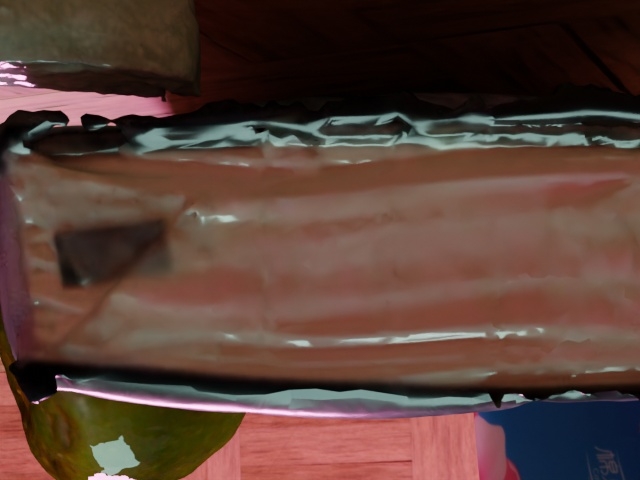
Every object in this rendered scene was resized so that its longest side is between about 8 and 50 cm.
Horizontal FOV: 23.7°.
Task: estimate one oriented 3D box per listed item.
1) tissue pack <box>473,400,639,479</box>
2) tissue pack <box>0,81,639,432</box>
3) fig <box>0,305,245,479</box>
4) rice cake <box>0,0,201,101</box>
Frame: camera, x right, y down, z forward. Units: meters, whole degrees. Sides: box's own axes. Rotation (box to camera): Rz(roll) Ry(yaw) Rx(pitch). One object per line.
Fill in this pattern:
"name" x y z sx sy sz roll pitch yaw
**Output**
"tissue pack" 0.198 0.092 0.983 0.137 0.270 0.209 2 173 -43
"tissue pack" 0.033 0.000 0.661 0.259 0.122 0.361 0 -176 7
"fig" -0.105 0.072 1.174 0.275 0.206 0.206 -20 180 -23
"rice cake" -0.157 -0.072 0.493 0.245 0.045 0.042 0 174 -20
